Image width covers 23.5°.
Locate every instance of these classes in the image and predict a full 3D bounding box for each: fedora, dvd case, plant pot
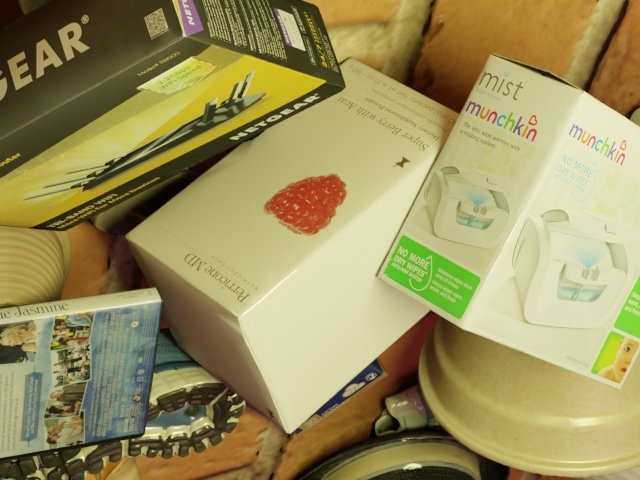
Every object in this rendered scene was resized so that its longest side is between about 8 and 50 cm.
[{"bbox_3d":[0.107,0.386,2.014,0.334,0.152,0.334,-7,145,-5],"label":"fedora"},{"bbox_3d":[-0.270,0.129,1.368,0.253,0.022,0.180,-8,133,-23],"label":"dvd case"},{"bbox_3d":[0.279,0.039,1.726,0.334,0.334,0.305,-19,130,-23],"label":"plant pot"},{"bbox_3d":[-0.323,0.062,1.386,0.237,0.109,0.237,-23,144,-18],"label":"plant pot"}]

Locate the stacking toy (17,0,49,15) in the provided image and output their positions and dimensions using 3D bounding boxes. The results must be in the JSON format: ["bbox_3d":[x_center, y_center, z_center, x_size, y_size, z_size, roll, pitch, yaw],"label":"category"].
[{"bbox_3d":[-0.266,-0.175,1.139,0.309,0.130,0.279,10,125,-45],"label":"stacking toy"}]

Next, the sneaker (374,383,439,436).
[{"bbox_3d":[0.111,0.250,2.023,0.083,0.071,0.190,-14,138,-8],"label":"sneaker"}]

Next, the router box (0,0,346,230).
[{"bbox_3d":[-0.170,-0.106,1.204,0.309,0.081,0.243,-25,165,25],"label":"router box"}]

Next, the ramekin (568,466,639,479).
[{"bbox_3d":[0.372,0.187,1.987,0.135,0.277,0.277,27,112,-43],"label":"ramekin"}]

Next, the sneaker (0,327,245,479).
[{"bbox_3d":[-0.249,0.157,1.527,0.330,0.147,0.129,-9,129,-22],"label":"sneaker"}]

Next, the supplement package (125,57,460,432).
[{"bbox_3d":[0.000,0.000,1.452,0.293,0.177,0.175,-40,138,-20],"label":"supplement package"}]

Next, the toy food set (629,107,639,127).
[{"bbox_3d":[0.457,-0.163,1.781,0.104,0.111,0.232,10,122,-46],"label":"toy food set"}]

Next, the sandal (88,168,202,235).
[{"bbox_3d":[-0.128,-0.017,1.500,0.090,0.060,0.219,-49,143,18],"label":"sandal"}]

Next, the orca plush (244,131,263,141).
[{"bbox_3d":[-0.055,-0.181,1.334,0.151,0.102,0.287,-11,138,-31],"label":"orca plush"}]

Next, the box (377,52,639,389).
[{"bbox_3d":[0.217,-0.013,1.423,0.262,0.127,0.231,24,96,-45],"label":"box"}]

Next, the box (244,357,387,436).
[{"bbox_3d":[-0.028,0.152,1.794,0.136,0.036,0.225,-36,145,11],"label":"box"}]

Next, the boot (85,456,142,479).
[{"bbox_3d":[-0.279,0.244,1.587,0.197,0.073,0.152,-45,118,-44],"label":"boot"}]
